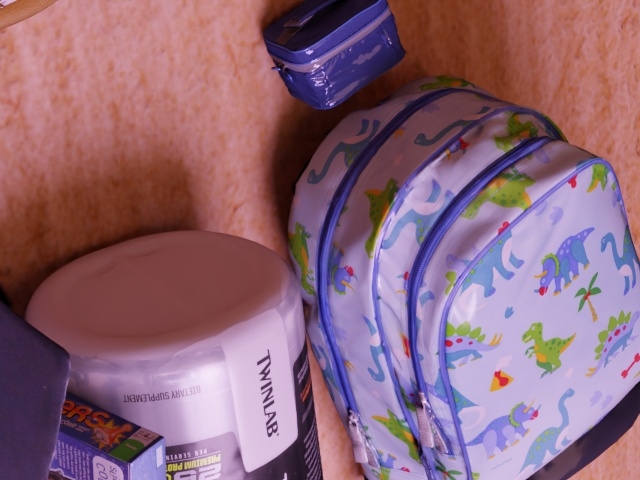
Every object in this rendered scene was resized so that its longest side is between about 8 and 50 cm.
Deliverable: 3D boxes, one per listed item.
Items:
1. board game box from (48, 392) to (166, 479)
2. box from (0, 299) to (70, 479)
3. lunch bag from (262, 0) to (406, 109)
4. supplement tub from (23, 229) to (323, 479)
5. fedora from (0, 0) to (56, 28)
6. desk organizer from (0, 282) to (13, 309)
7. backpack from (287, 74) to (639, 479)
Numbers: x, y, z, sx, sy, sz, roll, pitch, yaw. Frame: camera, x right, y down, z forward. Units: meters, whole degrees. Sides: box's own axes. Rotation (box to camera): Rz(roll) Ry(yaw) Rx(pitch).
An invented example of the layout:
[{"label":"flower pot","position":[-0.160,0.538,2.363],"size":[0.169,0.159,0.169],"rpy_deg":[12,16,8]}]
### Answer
[{"label":"board game box","position":[-0.163,0.193,1.026],"size":[0.035,0.136,0.201],"rpy_deg":[-37,139,-46]},{"label":"box","position":[-0.446,0.098,0.618],"size":[0.472,0.480,0.297],"rpy_deg":[48,35,-37]},{"label":"lunch bag","position":[0.006,-0.147,1.144],"size":[0.098,0.067,0.065],"rpy_deg":[-36,125,-17]},{"label":"supplement tub","position":[-0.094,0.169,1.119],"size":[0.194,0.193,0.316],"rpy_deg":[-22,119,-28]},{"label":"fedora","position":[-0.213,-0.220,0.938],"size":[0.194,0.079,0.194],"rpy_deg":[-21,137,-21]},{"label":"desk organizer","position":[-0.248,0.009,1.034],"size":[0.047,0.050,0.130],"rpy_deg":[-36,126,-19]},{"label":"backpack","position":[0.122,0.041,1.209],"size":[0.290,0.273,0.355],"rpy_deg":[-33,114,-16]}]
